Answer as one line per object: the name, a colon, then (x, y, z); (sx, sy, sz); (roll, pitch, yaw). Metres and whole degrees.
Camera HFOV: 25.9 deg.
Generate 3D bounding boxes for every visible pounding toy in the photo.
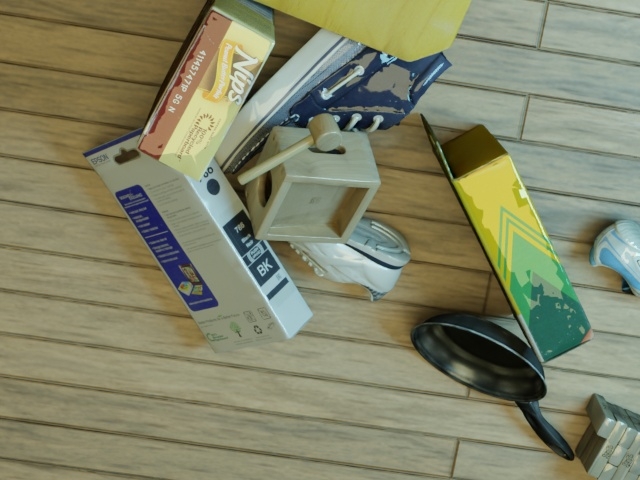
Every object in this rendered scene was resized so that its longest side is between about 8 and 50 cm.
pounding toy: (-0.025, -0.097, 1.699); (0.181, 0.094, 0.206); (3, 141, -23)

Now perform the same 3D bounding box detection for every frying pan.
frying pan: (0.268, 0.189, 1.873); (0.326, 0.197, 0.053); (32, 67, -12)

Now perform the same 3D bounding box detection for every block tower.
block tower: (0.519, 0.331, 1.951); (0.335, 0.091, 0.097); (25, 103, -8)

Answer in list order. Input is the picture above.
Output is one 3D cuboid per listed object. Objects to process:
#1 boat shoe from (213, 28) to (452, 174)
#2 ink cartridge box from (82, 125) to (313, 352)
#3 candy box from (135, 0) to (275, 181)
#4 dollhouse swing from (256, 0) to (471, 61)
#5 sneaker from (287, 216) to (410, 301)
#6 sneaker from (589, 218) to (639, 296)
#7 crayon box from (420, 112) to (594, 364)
boat shoe: (0.014, -0.171, 1.771); (0.340, 0.127, 0.158); (-44, 95, 9)
ink cartridge box: (-0.159, -0.009, 1.803); (0.165, 0.065, 0.332); (-13, 115, 48)
candy box: (-0.132, -0.201, 1.662); (0.087, 0.316, 0.183); (28, 103, -11)
dollhouse swing: (0.086, -0.453, 1.685); (0.347, 0.315, 0.305); (21, 136, -4)
sneaker: (0.000, 0.000, 1.849); (0.235, 0.090, 0.095); (29, 125, -3)
sneaker: (0.467, 0.056, 1.884); (0.237, 0.085, 0.086); (34, 129, -14)
crayon box: (0.235, -0.022, 1.784); (0.081, 0.202, 0.318); (-27, 106, 5)
